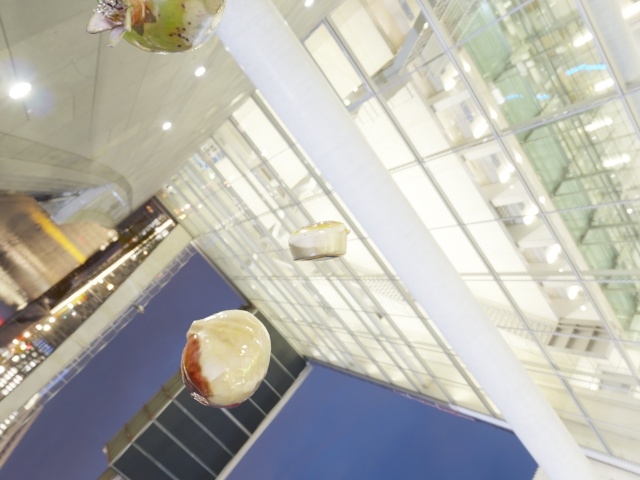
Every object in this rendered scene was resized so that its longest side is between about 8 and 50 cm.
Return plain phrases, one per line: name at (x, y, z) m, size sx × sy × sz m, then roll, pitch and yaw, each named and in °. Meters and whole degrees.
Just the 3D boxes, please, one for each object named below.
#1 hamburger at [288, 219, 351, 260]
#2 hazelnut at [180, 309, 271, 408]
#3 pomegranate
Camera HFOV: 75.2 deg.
hamburger at (0.000, 0.000, 0.868) m, size 0.141 × 0.081 × 0.126 m, roll -2°, pitch 171°, yaw -35°
hazelnut at (-0.251, 0.306, 1.093) m, size 0.261 × 0.241 × 0.261 m, roll -50°, pitch 177°, yaw -4°
pomegranate at (-0.378, -0.546, 0.897) m, size 0.291 × 0.291 × 0.323 m, roll -20°, pitch -170°, yaw 46°
